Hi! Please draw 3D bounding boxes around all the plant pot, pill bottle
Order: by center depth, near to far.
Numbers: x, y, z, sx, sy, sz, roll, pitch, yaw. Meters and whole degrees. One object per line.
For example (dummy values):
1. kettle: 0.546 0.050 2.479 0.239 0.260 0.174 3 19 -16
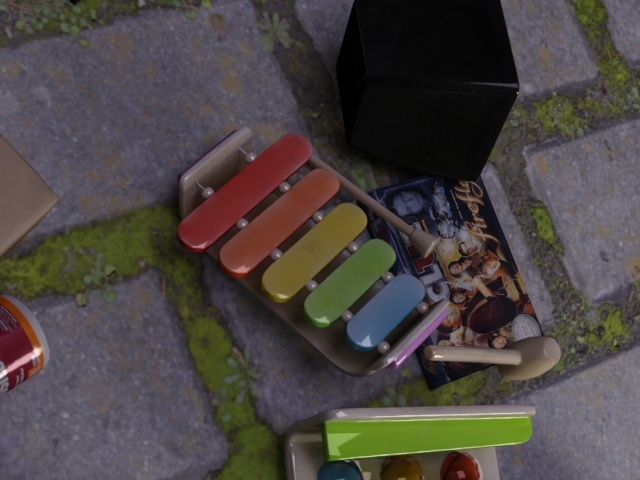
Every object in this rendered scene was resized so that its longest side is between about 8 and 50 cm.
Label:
1. pill bottle: -0.340 0.121 1.266 0.152 0.086 0.086 -33 91 -34
2. plant pot: 0.115 -0.194 1.578 0.167 0.187 0.188 -1 58 -12

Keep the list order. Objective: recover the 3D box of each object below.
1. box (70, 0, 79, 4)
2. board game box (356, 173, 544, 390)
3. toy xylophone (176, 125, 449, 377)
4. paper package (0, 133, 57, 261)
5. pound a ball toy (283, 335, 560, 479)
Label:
1. box: -0.275 -0.316 1.479 0.083 0.052 0.062 45 58 -10
2. board game box: 0.160 0.039 1.612 0.165 0.042 0.243 -17 82 -33
3. toy xylophone: 0.000 0.000 1.473 0.323 0.081 0.236 34 55 6
4. paper package: -0.463 -0.044 1.205 0.325 0.168 0.309 47 57 -7
5. pound a ball toy: 0.119 0.216 1.471 0.319 0.136 0.208 2 69 -30
